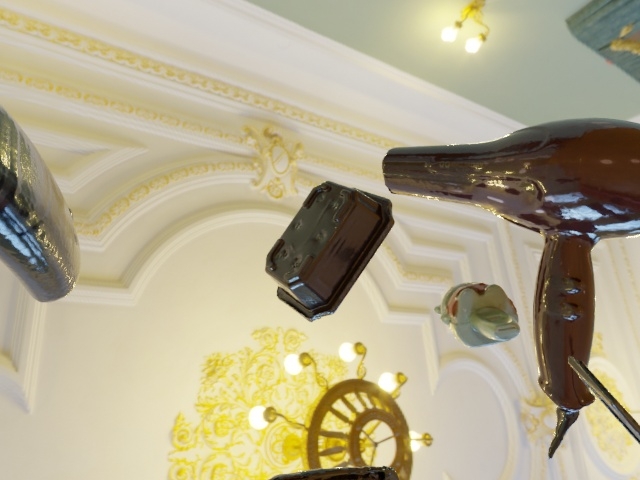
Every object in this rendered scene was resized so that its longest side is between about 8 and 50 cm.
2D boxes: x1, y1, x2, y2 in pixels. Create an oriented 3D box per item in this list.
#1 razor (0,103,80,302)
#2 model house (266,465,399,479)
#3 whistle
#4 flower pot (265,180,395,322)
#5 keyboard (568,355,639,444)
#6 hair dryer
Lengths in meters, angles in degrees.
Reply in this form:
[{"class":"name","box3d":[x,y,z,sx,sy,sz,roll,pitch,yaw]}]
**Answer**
[{"class":"razor","box3d":[-0.470,-0.054,0.741,0.113,0.349,0.204,-15,-122,-10]},{"class":"model house","box3d":[0.061,0.460,0.702,0.293,0.154,0.207,17,-106,-38]},{"class":"whistle","box3d":[0.248,0.116,0.758,0.101,0.253,0.106,-40,-90,4]},{"class":"flower pot","box3d":[0.000,0.000,0.824,0.084,0.179,0.251,40,-98,-39]},{"class":"keyboard","box3d":[0.256,0.165,0.353,0.198,0.010,0.064,46,-169,-11]},{"class":"hair dryer","box3d":[0.206,0.043,0.509,0.123,0.312,0.341,15,-101,-58]}]
